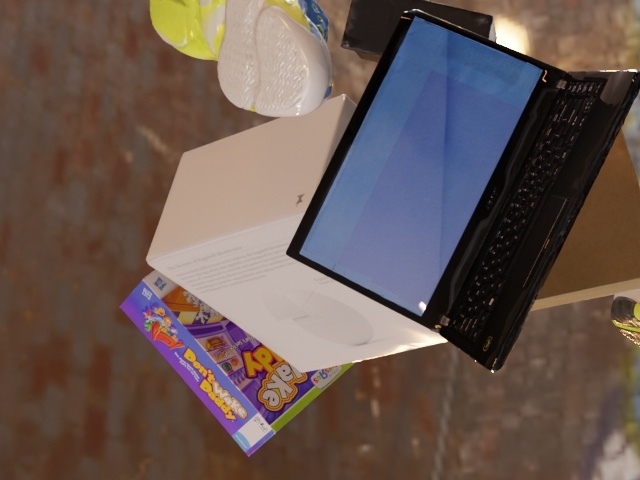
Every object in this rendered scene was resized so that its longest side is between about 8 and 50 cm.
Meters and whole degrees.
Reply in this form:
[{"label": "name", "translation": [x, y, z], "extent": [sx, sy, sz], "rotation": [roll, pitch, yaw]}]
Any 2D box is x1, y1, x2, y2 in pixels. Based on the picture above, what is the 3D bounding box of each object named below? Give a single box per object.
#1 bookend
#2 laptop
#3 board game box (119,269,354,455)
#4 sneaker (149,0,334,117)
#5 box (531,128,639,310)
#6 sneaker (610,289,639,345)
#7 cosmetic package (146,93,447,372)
[{"label": "bookend", "translation": [0.116, -0.226, 1.858], "extent": [0.157, 0.156, 0.072], "rotation": [11, -87, -81]}, {"label": "laptop", "translation": [0.099, -0.050, 1.243], "extent": [0.234, 0.136, 0.264], "rotation": [-64, 10, 2]}, {"label": "board game box", "translation": [-0.039, 0.065, 1.983], "extent": [0.233, 0.078, 0.347], "rotation": [49, -130, 3]}, {"label": "sneaker", "translation": [-0.027, -0.154, 1.213], "extent": [0.126, 0.240, 0.091], "rotation": [2, -65, -34]}, {"label": "box", "translation": [0.175, -0.014, 1.389], "extent": [0.021, 0.201, 0.164], "rotation": [73, -174, -57]}, {"label": "sneaker", "translation": [0.480, 0.061, 1.560], "extent": [0.145, 0.384, 0.147], "rotation": [73, -146, -70]}, {"label": "cosmetic package", "translation": [0.000, 0.000, 1.553], "extent": [0.224, 0.224, 0.138], "rotation": [37, -127, -34]}]
